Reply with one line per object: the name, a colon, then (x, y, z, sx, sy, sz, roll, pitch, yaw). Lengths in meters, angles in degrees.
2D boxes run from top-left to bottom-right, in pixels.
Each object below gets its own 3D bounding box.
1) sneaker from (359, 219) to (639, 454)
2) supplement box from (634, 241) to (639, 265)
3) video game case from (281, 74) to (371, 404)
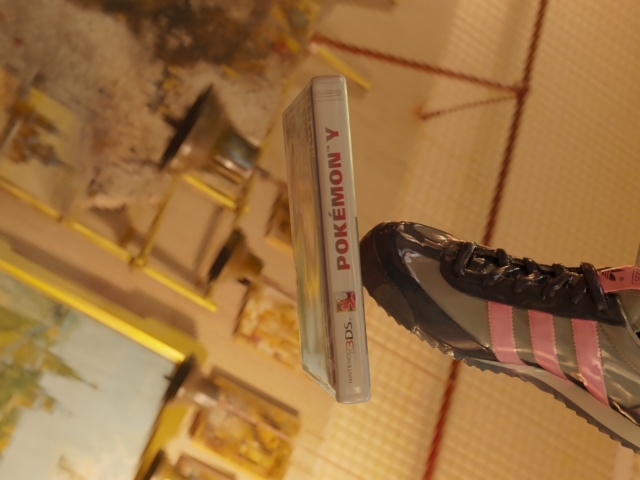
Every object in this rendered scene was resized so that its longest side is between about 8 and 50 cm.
sneaker: (0.185, 0.046, 1.052, 0.131, 0.319, 0.112, -61, -175, 39)
supplement box: (0.338, -0.028, 1.154, 0.114, 0.111, 0.220, -43, 146, -49)
video game case: (0.000, 0.000, 0.863, 0.201, 0.023, 0.184, 176, -91, -83)
